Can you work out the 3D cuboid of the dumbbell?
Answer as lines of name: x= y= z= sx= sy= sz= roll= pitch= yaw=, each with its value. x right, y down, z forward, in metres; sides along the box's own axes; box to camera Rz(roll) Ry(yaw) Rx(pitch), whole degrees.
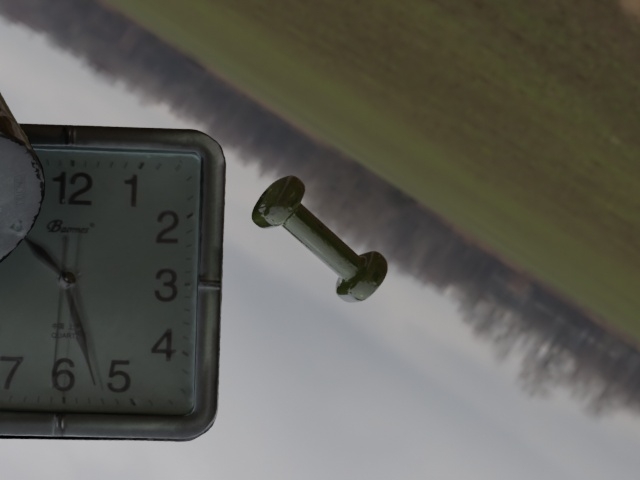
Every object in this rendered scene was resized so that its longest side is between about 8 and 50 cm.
dumbbell: x=0.000 y=0.000 z=1.240 sx=0.118 sy=0.046 sz=0.052 roll=42 pitch=152 yaw=-21

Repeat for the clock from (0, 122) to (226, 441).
clock: x=-0.222 y=0.038 z=1.367 sx=0.273 sy=0.278 sz=0.049 roll=2 pitch=177 yaw=-3

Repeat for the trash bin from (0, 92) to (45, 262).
trash bin: x=-0.370 y=-0.121 z=1.239 sx=0.301 sy=0.252 sz=0.203 roll=58 pitch=156 yaw=30
